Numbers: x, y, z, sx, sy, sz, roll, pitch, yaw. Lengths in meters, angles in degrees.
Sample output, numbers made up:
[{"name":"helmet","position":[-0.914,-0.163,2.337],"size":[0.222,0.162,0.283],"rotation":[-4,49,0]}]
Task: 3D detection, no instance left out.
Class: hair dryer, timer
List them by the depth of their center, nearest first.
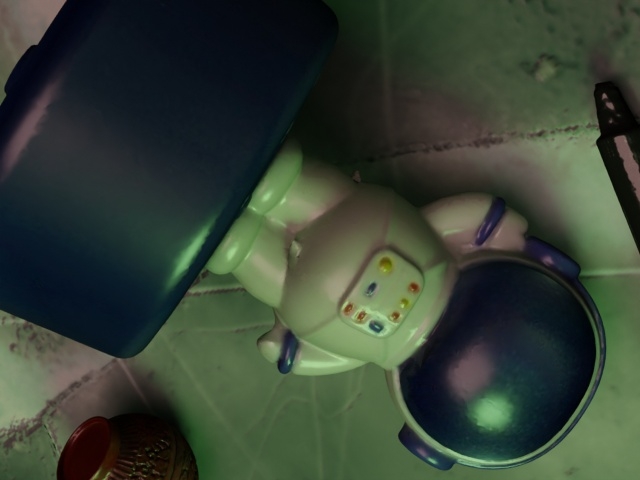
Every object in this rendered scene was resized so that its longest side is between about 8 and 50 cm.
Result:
[{"name":"hair dryer","position":[0.209,0.023,0.840],"size":[0.070,0.114,0.248],"rotation":[-18,93,20]},{"name":"timer","position":[0.000,0.000,0.862],"size":[0.383,0.270,0.270],"rotation":[31,119,-6]}]

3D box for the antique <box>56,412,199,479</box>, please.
[{"name":"antique","position":[-0.136,0.175,1.047],"size":[0.104,0.104,0.104],"rotation":[8,112,21]}]
